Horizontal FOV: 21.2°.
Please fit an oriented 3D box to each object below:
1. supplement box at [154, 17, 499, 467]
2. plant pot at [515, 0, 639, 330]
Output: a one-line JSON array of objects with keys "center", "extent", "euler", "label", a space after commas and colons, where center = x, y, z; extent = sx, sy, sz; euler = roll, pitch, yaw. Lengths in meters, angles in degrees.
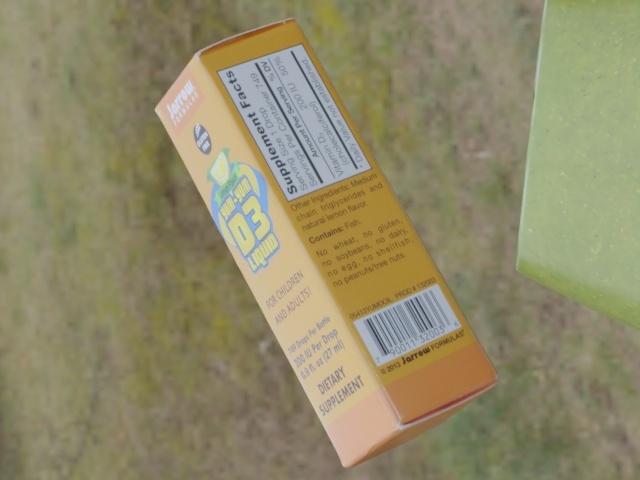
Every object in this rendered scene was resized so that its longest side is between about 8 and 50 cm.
[{"center": [0.000, 0.000, 0.933], "extent": [0.233, 0.080, 0.078], "euler": [63, 148, 12], "label": "supplement box"}, {"center": [0.239, -0.036, 0.759], "extent": [0.275, 0.294, 0.274], "euler": [6, -90, -84], "label": "plant pot"}]
